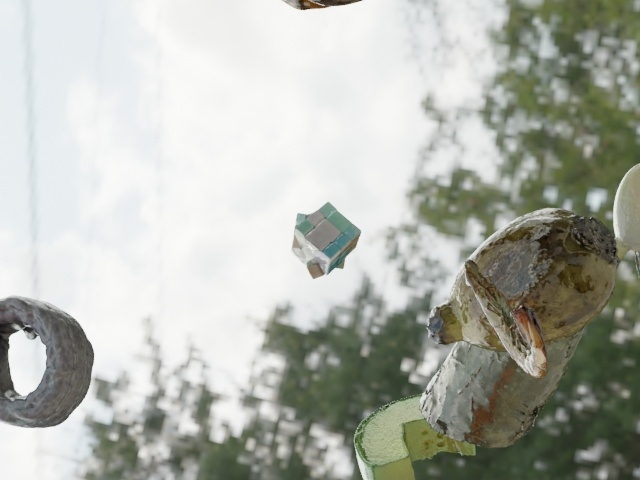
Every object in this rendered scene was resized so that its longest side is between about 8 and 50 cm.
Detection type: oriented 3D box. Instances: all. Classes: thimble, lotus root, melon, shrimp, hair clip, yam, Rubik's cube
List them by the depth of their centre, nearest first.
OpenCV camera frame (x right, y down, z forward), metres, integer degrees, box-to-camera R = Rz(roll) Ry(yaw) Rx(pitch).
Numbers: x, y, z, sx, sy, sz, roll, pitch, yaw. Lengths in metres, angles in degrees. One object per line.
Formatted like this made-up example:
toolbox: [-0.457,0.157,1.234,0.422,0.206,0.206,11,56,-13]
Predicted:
shrimp: [0.160,0.061,1.481,0.025,0.127,0.091,-30,-22,-11]
lotus root: [0.208,0.047,1.787,0.138,0.214,0.138,60,-167,-23]
thimble: [-0.334,0.136,1.935,0.098,0.150,0.150,23,-102,-75]
yam: [0.227,0.147,2.115,0.154,0.154,0.254,-44,-15,-52]
Rubik's cube: [0.003,0.000,2.145,0.075,0.084,0.073,-25,-24,-19]
melon: [0.121,0.258,2.228,0.209,0.118,0.064,-18,-62,-29]
hair clip: [0.425,0.008,2.245,0.071,0.159,0.219,5,-104,-88]

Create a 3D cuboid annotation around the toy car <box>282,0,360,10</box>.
toy car: [-0.034,-0.413,1.964,0.271,0.340,0.240,-53,2,-18]
